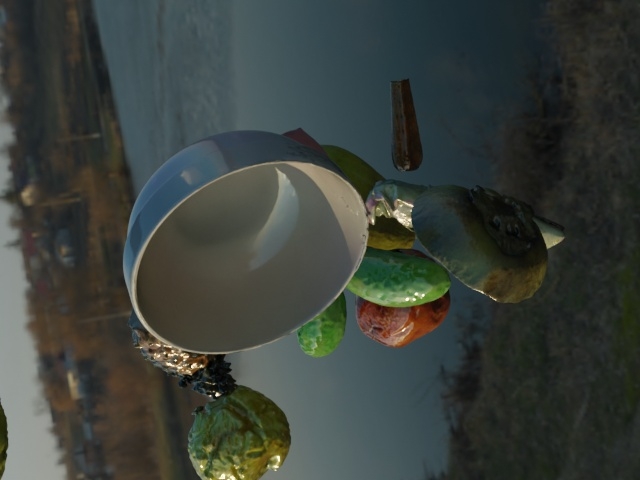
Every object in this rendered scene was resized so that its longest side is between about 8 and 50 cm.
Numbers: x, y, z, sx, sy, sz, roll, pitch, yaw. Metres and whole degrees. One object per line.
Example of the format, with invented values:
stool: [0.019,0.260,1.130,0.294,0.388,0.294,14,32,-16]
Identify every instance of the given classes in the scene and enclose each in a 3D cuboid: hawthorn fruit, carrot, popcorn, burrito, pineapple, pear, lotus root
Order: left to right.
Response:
pineapple: [-0.236,0.199,1.847,0.278,0.158,0.158,65,-177,-46]
popcorn: [-0.158,0.347,1.777,0.212,0.198,0.198,10,110,57]
pear: [0.037,-0.037,2.042,0.287,0.375,0.287,-171,90,-76]
hawthorn fruit: [0.149,0.104,1.804,0.173,0.173,0.179,-123,29,-63]
carrot: [0.146,-0.201,1.767,0.055,0.055,0.161,-154,56,-76]
burrito: [0.213,-0.032,1.486,0.096,0.309,0.066,134,145,-64]
lotus root: [0.224,-0.016,1.331,0.203,0.183,0.078,42,127,6]

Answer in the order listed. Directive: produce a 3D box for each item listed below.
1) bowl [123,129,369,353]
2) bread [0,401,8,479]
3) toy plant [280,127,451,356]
bowl: [-0.100,-0.016,1.188,0.144,0.287,0.287,-121,24,-43]
bread: [-0.642,0.285,1.424,0.308,0.348,0.348,14,120,34]
toy plant: [-0.001,-0.006,1.634,0.317,0.210,0.356,-34,80,35]
